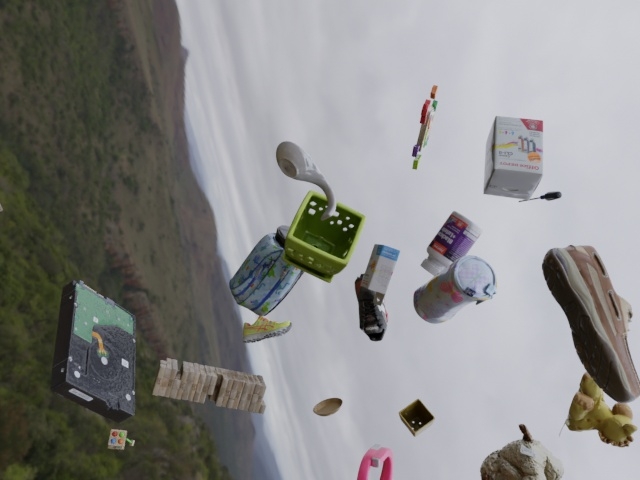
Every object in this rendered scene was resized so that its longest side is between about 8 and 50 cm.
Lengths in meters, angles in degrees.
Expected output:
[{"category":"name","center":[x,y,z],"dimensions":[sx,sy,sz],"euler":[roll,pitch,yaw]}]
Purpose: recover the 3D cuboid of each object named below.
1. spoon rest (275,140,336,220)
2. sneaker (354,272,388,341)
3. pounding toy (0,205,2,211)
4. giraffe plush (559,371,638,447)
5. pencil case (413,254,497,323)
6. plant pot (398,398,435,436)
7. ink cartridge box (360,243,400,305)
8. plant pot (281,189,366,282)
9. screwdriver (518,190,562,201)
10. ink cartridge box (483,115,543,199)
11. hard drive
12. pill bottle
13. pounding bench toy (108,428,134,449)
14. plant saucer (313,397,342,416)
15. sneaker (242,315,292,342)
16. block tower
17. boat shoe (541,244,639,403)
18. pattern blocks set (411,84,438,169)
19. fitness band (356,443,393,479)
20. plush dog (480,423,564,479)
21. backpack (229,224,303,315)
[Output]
[{"category":"spoon rest","center":[-0.041,-0.197,1.906],"dimensions":[0.276,0.084,0.137],"euler":[54,-35,-11]},{"category":"sneaker","center":[0.174,0.238,2.053],"dimensions":[0.135,0.098,0.276],"euler":[-82,161,-49]},{"category":"pounding toy","center":[-0.925,-0.068,1.557],"dimensions":[0.206,0.181,0.094],"euler":[63,-24,-3]},{"category":"giraffe plush","center":[0.781,0.483,1.661],"dimensions":[0.170,0.210,0.181],"euler":[22,-2,28]},{"category":"pencil case","center":[0.342,0.132,1.558],"dimensions":[0.113,0.124,0.273],"euler":[-63,-175,-26]},{"category":"plant pot","center":[0.294,0.553,1.852],"dimensions":[0.081,0.081,0.083],"euler":[48,-20,34]},{"category":"ink cartridge box","center":[0.179,0.106,1.880],"dimensions":[0.104,0.062,0.181],"euler":[-176,-75,-80]},{"category":"plant pot","center":[0.000,0.000,2.090],"dimensions":[0.207,0.227,0.228],"euler":[117,-2,-57]},{"category":"screwdriver","center":[0.585,-0.114,1.629],"dimensions":[0.170,0.025,0.024],"euler":[174,-83,-67]},{"category":"ink cartridge box","center":[0.508,-0.216,1.593],"dimensions":[0.127,0.128,0.176],"euler":[87,11,-63]},{"category":"hard drive","center":[-0.596,0.291,1.609],"dimensions":[0.237,0.064,0.339],"euler":[48,18,-43]},{"category":"pill bottle","center":[0.383,0.018,1.789],"dimensions":[0.108,0.193,0.108],"euler":[34,6,-4]},{"category":"pounding bench toy","center":[-0.669,0.673,2.036],"dimensions":[0.065,0.083,0.052],"euler":[123,-27,-55]},{"category":"plant saucer","center":[0.022,0.449,1.614],"dimensions":[0.083,0.083,0.015],"euler":[-147,-141,-76]},{"category":"sneaker","center":[-0.213,0.335,2.360],"dimensions":[0.081,0.209,0.094],"euler":[52,25,-68]},{"category":"block tower","center":[-0.325,0.435,1.811],"dimensions":[0.091,0.335,0.097],"euler":[-151,-102,-73]},{"category":"boat shoe","center":[0.556,0.152,1.183],"dimensions":[0.123,0.116,0.324],"euler":[98,-25,-74]},{"category":"pattern blocks set","center":[0.357,-0.378,2.041],"dimensions":[0.325,0.026,0.285],"euler":[-56,159,-56]},{"category":"fitness band","center":[0.160,0.716,1.757],"dimensions":[0.291,0.054,0.209],"euler":[14,78,-70]},{"category":"plush dog","center":[0.609,0.718,1.924],"dimensions":[0.225,0.262,0.210],"euler":[-38,-108,35]},{"category":"backpack","center":[-0.202,0.129,2.429],"dimensions":[0.355,0.273,0.290],"euler":[-65,-160,15]}]
